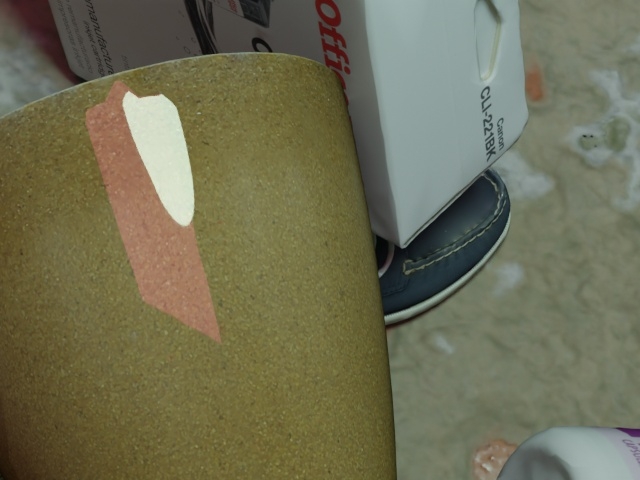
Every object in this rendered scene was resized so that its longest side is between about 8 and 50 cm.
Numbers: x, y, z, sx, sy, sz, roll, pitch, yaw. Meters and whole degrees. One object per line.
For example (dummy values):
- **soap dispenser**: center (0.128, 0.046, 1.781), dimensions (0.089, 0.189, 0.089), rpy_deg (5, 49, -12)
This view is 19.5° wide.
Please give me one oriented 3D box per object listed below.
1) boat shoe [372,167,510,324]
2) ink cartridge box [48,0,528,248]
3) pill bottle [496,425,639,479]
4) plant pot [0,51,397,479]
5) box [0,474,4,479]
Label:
- **boat shoe**: center (0.000, 0.000, 1.087), dimensions (0.254, 0.079, 0.095), rpy_deg (-14, 61, -14)
- **ink cartridge box**: center (-0.031, -0.144, 1.031), dimensions (0.273, 0.197, 0.114), rpy_deg (28, 58, 31)
- **pill bottle**: center (0.248, 0.186, 0.977), dimensions (0.301, 0.169, 0.169), rpy_deg (4, 66, -18)
- **plant pot**: center (-0.061, 0.077, 0.889), dimensions (0.237, 0.237, 0.254), rpy_deg (-16, 76, -13)
- **box**: center (-0.043, 0.225, 0.942), dimensions (0.322, 0.058, 0.232), rpy_deg (44, 40, 13)
